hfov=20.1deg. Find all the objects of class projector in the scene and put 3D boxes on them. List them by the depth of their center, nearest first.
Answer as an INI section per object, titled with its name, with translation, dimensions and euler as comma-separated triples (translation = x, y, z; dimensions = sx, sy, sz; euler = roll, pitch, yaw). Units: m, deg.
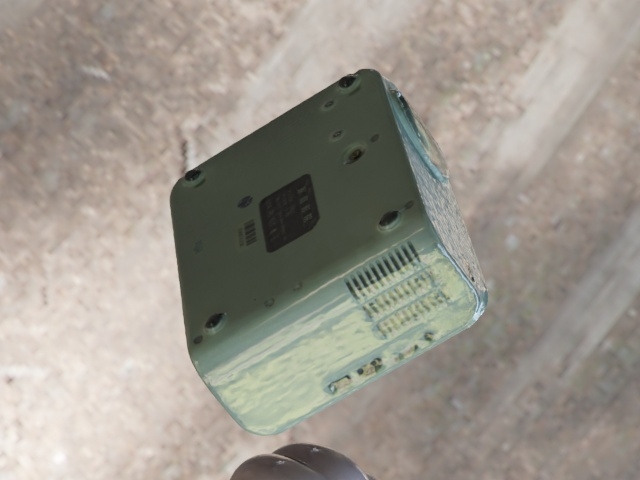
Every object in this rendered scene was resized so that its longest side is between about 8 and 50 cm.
[projector]
translation = 0.000, 0.000, 1.328
dimensions = 0.198, 0.250, 0.108
euler = -30, 122, 12

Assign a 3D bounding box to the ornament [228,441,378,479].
[ornament]
translation = -0.011, 0.275, 1.649
dimensions = 0.177, 0.177, 0.177
euler = -27, 138, -27
